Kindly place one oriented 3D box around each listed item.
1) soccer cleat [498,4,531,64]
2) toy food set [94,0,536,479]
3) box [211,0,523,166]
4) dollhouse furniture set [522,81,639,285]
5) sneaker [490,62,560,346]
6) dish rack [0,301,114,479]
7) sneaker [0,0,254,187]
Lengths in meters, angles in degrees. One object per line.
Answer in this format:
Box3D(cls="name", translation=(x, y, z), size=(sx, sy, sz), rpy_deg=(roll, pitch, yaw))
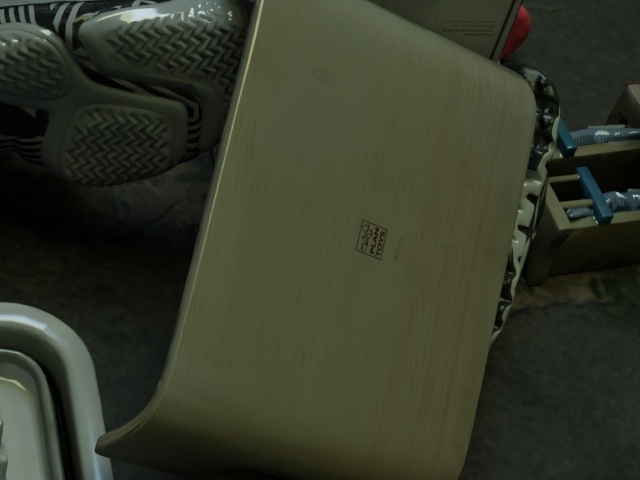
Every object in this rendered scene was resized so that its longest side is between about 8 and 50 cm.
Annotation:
Box3D(cls="soccer cleat", translation=(0.040, -0.171, 1.279), size=(0.248, 0.083, 0.095), rpy_deg=(-7, 49, -20))
Box3D(cls="toy food set", translation=(0.000, 0.000, 0.994), size=(0.220, 0.092, 0.306), rpy_deg=(21, 75, -36))
Box3D(cls="box", translation=(0.031, -0.147, 1.112), size=(0.169, 0.290, 0.087), rpy_deg=(-2, 51, -17))
Box3D(cls="dollhouse furniture set", translation=(0.206, -0.081, 1.181), size=(0.129, 0.183, 0.129), rpy_deg=(-7, 54, -23))
Box3D(cls="sneaker", translation=(0.105, 0.005, 1.125), size=(0.078, 0.106, 0.234), rpy_deg=(18, 82, 14))
Box3D(cls="dish rack", translation=(-0.275, 0.167, 0.898), size=(0.333, 0.072, 0.285), rpy_deg=(-1, 51, -18))
Box3D(cls="sneaker", translation=(-0.209, -0.138, 1.076), size=(0.366, 0.137, 0.210), rpy_deg=(-12, 48, 6))
